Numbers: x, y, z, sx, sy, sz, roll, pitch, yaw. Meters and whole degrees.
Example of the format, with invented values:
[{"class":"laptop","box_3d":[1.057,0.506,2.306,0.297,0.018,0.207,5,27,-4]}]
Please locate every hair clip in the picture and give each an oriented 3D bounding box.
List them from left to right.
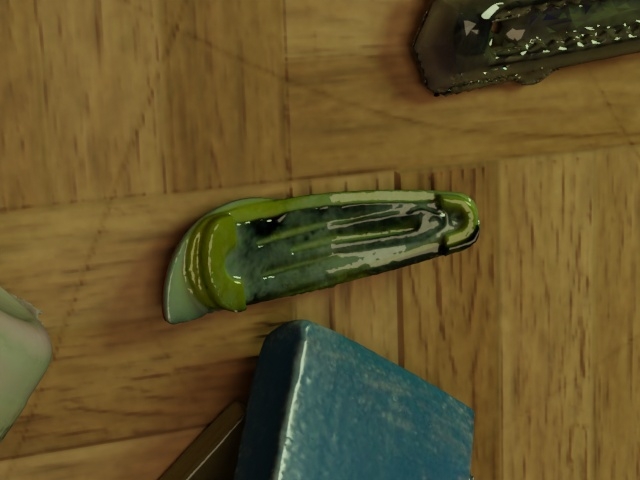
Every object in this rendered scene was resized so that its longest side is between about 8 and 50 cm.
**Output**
[{"class":"hair clip","box_3d":[0.000,0.000,0.792,0.188,0.033,0.060,-10,103,-18]}]

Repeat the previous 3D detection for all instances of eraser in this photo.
[{"class":"eraser","box_3d":[0.006,0.205,0.742,0.144,0.042,0.312,30,54,-30]}]

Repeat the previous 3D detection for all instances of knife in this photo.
[{"class":"knife","box_3d":[0.222,-0.137,0.852,0.365,0.043,0.089,-10,104,-20]}]

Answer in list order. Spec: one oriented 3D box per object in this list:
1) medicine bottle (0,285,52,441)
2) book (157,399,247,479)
[{"class":"medicine bottle","box_3d":[-0.263,0.117,0.631,0.170,0.170,0.293,36,85,-25]},{"class":"book","box_3d":[-0.025,0.223,0.832,0.161,0.026,0.231,-48,114,-7]}]
